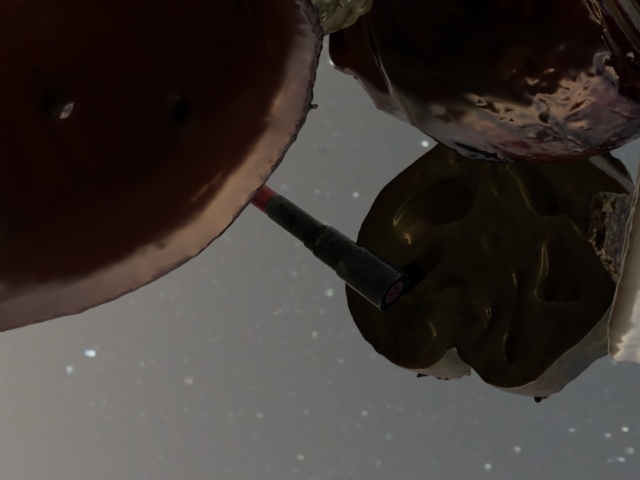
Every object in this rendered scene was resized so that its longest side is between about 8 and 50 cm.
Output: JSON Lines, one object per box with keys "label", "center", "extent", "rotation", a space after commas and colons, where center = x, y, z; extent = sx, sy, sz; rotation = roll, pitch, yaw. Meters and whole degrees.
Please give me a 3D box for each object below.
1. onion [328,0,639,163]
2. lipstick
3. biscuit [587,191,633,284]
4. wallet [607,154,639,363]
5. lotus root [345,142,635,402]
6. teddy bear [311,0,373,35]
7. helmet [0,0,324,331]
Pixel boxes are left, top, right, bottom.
{"label": "onion", "center": [0.155, -0.145, 1.037], "extent": [0.280, 0.314, 0.146], "rotation": [-28, -141, 31]}
{"label": "lipstick", "center": [0.000, 0.000, 1.503], "extent": [0.234, 0.053, 0.053], "rotation": [35, -67, 23]}
{"label": "biscuit", "center": [0.325, 0.028, 1.187], "extent": [0.026, 0.237, 0.131], "rotation": [5, -92, 44]}
{"label": "wallet", "center": [0.180, -0.029, 0.495], "extent": [0.032, 0.124, 0.182], "rotation": [-112, -160, -53]}
{"label": "lotus root", "center": [0.217, 0.007, 1.500], "extent": [0.391, 0.111, 0.374], "rotation": [-6, -114, 35]}
{"label": "teddy bear", "center": [-0.077, -0.207, 0.856], "extent": [0.267, 0.256, 0.156], "rotation": [-51, 160, -56]}
{"label": "helmet", "center": [-0.192, -0.104, 0.530], "extent": [0.338, 0.385, 0.230], "rotation": [-31, -105, 16]}
